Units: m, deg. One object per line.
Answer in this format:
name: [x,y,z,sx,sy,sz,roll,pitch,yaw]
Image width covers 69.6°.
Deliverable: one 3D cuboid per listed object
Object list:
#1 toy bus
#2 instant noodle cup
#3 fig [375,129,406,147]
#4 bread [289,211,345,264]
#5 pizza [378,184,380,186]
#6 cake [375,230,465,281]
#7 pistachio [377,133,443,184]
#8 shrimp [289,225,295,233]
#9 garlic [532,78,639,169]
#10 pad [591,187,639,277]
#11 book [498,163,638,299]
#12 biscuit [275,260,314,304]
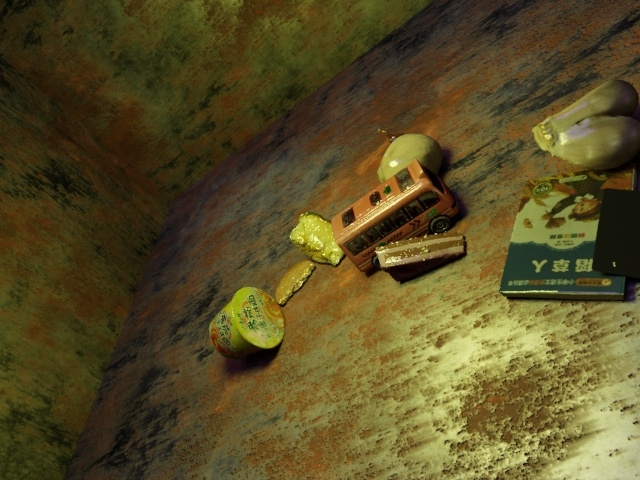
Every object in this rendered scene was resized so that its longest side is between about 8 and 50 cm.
toy bus: [0.259,-0.090,1.662,0.427,0.233,0.203,-35,33,18]
instant noodle cup: [-0.302,0.342,1.821,0.200,0.264,0.264,-35,32,31]
fig: [0.336,-0.425,1.994,0.146,0.201,0.134,-48,20,-17]
bread: [0.005,0.006,1.952,0.174,0.252,0.133,-62,-8,-22]
pizza: [0.290,-0.203,1.928,0.161,0.062,0.182,-9,52,35]
cake: [0.344,0.052,1.559,0.295,0.113,0.116,-17,41,18]
pistachio: [0.360,-0.306,1.807,0.332,0.226,0.208,-43,8,-33]
shrimp: [-0.134,-0.051,2.270,0.038,0.029,0.092,-45,28,3]
garlic: [0.816,-0.319,1.339,0.340,0.231,0.246,-19,-14,-43]
pad: [0.776,-0.021,1.139,0.160,0.009,0.265,11,60,28]
book: [0.684,-0.026,1.272,0.300,0.039,0.428,-5,49,44]
biscuit: [-0.121,0.174,1.992,0.224,0.033,0.144,-51,30,-9]
